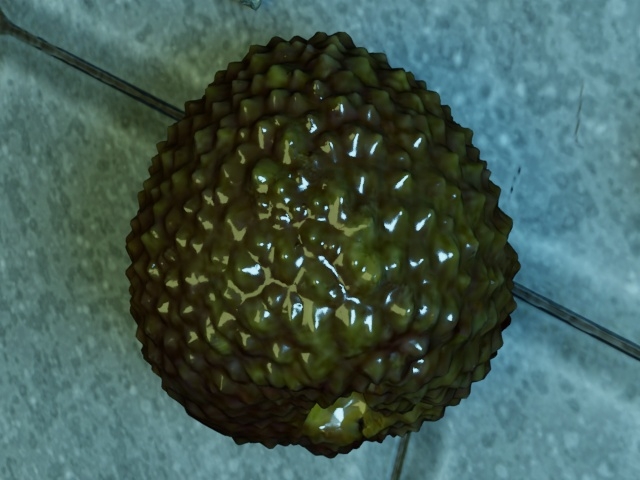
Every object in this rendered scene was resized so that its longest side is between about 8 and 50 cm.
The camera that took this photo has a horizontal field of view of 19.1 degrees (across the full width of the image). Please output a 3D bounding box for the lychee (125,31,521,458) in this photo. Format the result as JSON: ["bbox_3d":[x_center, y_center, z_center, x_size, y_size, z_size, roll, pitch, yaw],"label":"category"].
[{"bbox_3d":[0.000,0.000,1.213,0.267,0.267,0.267,11,107,39],"label":"lychee"}]

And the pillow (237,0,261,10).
[{"bbox_3d":[-0.070,-0.274,1.326,0.119,0.053,0.208,30,118,28],"label":"pillow"}]
